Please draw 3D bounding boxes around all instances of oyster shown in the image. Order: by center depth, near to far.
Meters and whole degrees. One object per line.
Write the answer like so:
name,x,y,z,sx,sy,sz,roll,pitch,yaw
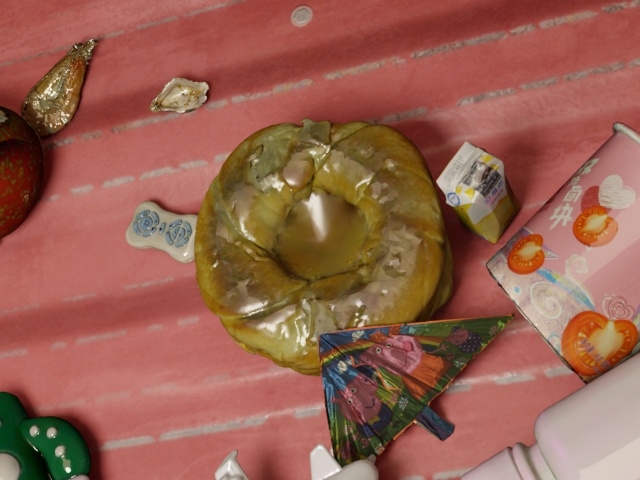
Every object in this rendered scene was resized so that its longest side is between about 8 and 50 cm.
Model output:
oyster,-0.215,-0.221,1.643,0.093,0.034,0.051,1,86,8

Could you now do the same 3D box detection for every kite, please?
kite,0.084,0.168,1.311,0.321,0.234,0.016,-48,20,12

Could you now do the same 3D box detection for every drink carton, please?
drink carton,0.195,-0.067,1.347,0.074,0.200,0.084,36,84,28

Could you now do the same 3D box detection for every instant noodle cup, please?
instant noodle cup,0.338,0.023,1.254,0.231,0.243,0.243,-41,63,8

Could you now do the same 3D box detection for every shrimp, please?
shrimp,-0.412,-0.246,1.719,0.091,0.043,0.184,31,89,19

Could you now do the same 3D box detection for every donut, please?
donut,0.000,0.000,1.412,0.360,0.170,0.361,-5,70,13

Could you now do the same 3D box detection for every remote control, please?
remote control,-0.225,-0.013,1.567,0.122,0.032,0.074,15,76,23

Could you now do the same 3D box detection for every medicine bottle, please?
medicine bottle,0.360,0.238,1.164,0.378,0.213,0.214,-33,63,7

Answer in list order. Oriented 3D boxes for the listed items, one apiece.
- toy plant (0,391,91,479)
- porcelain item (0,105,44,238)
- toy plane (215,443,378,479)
toy plant,-0.429,0.329,1.465,0.243,0.112,0.233,33,82,32
porcelain item,-0.532,-0.083,1.625,0.252,0.253,0.253,-7,68,17
toy plane,-0.027,0.363,1.298,0.266,0.122,0.267,0,93,9
